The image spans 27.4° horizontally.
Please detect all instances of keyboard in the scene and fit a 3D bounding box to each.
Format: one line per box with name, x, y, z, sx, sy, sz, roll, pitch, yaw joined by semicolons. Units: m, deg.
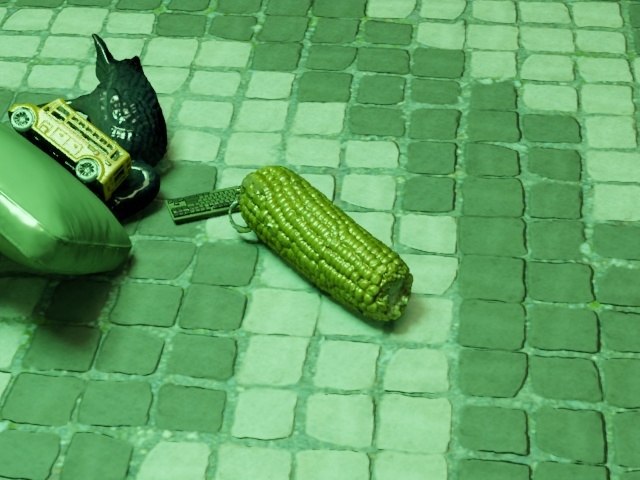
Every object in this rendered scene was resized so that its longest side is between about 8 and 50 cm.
keyboard;-0.137;-0.052;1.738;0.129;0.015;0.049;-12;40;-13

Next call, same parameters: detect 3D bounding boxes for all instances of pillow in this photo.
pillow;-0.392;-0.072;1.568;0.322;0.255;0.119;37;94;11

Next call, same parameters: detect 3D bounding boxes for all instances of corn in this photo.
corn;0.000;0.000;1.605;0.106;0.106;0.293;-27;45;-28

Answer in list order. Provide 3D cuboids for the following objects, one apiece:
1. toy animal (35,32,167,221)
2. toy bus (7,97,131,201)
toy animal;-0.294;-0.153;1.784;0.185;0.122;0.298;1;51;9
toy bus;-0.321;-0.125;1.675;0.162;0.069;0.074;38;72;8
